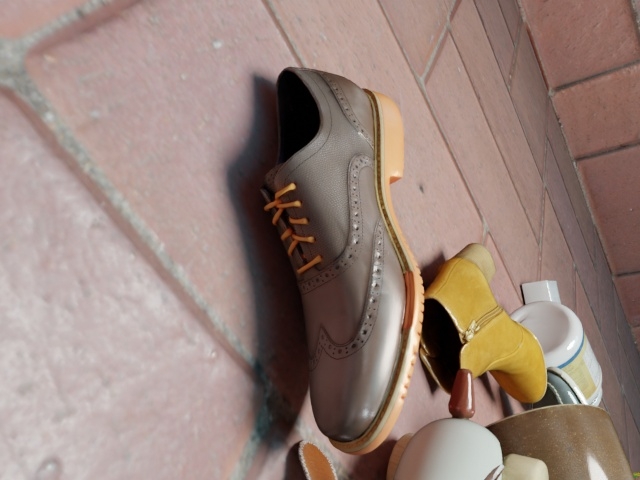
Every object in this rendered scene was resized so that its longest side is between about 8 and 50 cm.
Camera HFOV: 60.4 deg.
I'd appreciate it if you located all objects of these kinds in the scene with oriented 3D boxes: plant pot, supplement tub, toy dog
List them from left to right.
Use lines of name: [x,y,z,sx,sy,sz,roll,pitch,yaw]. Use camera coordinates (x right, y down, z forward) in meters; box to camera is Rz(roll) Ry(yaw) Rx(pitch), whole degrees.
toy dog: [0.093,0.208,0.470,0.333,0.220,0.161,11,77,-76]
supplement tub: [0.427,0.224,1.013,0.200,0.144,0.144,54,38,-31]
plant pot: [0.272,0.338,0.604,0.215,0.215,0.230,42,25,-41]

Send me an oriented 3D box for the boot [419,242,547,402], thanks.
boot: [0.228,0.165,0.793,0.211,0.104,0.295,-38,108,-48]

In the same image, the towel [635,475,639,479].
towel: [0.351,0.435,0.596,0.053,0.332,0.317,39,30,-21]

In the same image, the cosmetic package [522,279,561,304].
cosmetic package: [0.505,0.210,1.212,0.098,0.060,0.239,7,72,-53]

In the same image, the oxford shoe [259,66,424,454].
oxford shoe: [0.000,0.000,0.501,0.132,0.130,0.364,19,55,-32]

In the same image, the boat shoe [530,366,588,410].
boat shoe: [0.378,0.368,0.892,0.099,0.116,0.320,-11,98,-18]

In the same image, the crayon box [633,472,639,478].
crayon box: [0.435,0.518,0.752,0.106,0.313,0.363,0,77,-57]
